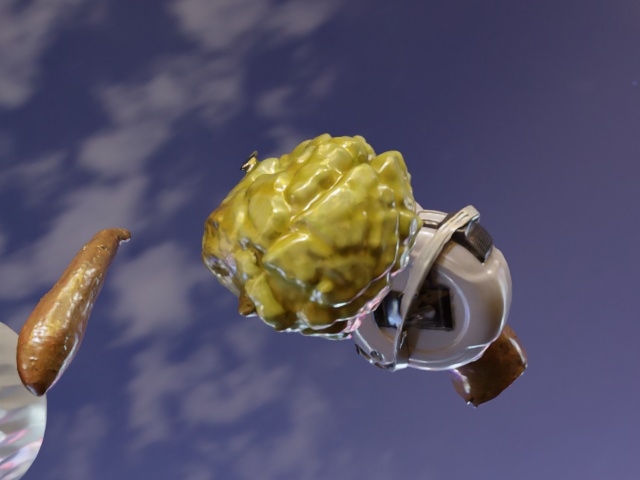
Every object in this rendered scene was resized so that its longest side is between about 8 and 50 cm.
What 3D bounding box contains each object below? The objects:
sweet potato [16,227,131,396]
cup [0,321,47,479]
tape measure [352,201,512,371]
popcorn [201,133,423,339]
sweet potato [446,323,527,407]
[{"bbox_3d":[-0.213,0.046,0.938,0.050,0.214,0.050,8,-48,9],"label":"sweet potato"},{"bbox_3d":[-0.446,0.177,1.000,0.253,0.253,0.371,-55,-20,13],"label":"cup"},{"bbox_3d":[0.121,0.055,1.241,0.120,0.197,0.236,-54,-40,-55],"label":"tape measure"},{"bbox_3d":[-0.008,-0.008,0.805,0.142,0.173,0.173,30,-76,-20],"label":"popcorn"},{"bbox_3d":[0.176,0.092,1.531,0.131,0.131,0.336,-39,-59,-2],"label":"sweet potato"}]
